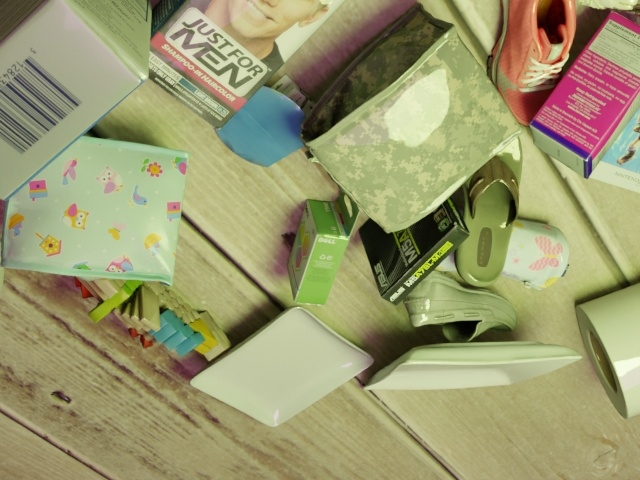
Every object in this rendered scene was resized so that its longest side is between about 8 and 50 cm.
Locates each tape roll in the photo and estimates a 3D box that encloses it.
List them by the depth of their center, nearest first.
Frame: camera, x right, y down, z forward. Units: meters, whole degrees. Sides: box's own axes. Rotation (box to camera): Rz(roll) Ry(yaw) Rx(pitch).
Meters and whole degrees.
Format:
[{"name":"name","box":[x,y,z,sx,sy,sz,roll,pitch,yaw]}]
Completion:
[{"name":"tape roll","box":[0.640,0.214,1.682,0.169,0.246,0.246,-21,128,6]}]

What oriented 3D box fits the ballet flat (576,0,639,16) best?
[{"name":"ballet flat","box":[0.497,-0.387,1.305,0.240,0.077,0.091,3,127,-12]}]

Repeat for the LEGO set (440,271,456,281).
[{"name":"LEGO set","box":[0.253,0.079,1.643,0.054,0.023,0.083,26,118,-27]}]

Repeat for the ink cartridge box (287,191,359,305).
[{"name":"ink cartridge box","box":[0.000,0.000,1.481,0.062,0.109,0.209,7,125,-17]}]

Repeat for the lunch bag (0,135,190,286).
[{"name":"lunch bag","box":[-0.352,-0.050,1.299,0.262,0.160,0.224,7,89,-19]}]

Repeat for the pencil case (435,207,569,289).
[{"name":"pencil case","box":[0.317,0.013,1.549,0.273,0.113,0.124,11,120,-18]}]

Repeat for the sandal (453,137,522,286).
[{"name":"sandal","box":[0.296,-0.071,1.433,0.120,0.086,0.303,2,90,-13]}]

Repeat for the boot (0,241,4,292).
[{"name":"boot","box":[-0.587,0.014,1.413,0.086,0.069,0.190,2,118,-4]}]

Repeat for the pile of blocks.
[{"name":"pile of blocks","box":[-0.318,0.144,1.503,0.112,0.149,0.362,-37,125,16]}]

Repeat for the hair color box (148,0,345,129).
[{"name":"hair color box","box":[-0.100,-0.343,1.205,0.174,0.105,0.347,35,113,-31]}]

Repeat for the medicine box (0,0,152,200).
[{"name":"medicine box","box":[-0.366,-0.243,1.112,0.263,0.289,0.149,-36,123,16]}]

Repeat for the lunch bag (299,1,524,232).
[{"name":"lunch bag","box":[0.130,-0.178,1.322,0.287,0.169,0.235,-41,124,6]}]

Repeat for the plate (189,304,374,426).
[{"name":"plate","box":[-0.074,0.247,1.673,0.278,0.045,0.277,-36,134,16]}]

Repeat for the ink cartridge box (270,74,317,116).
[{"name":"ink cartridge box","box":[-0.043,-0.220,1.356,0.048,0.028,0.083,-39,123,18]}]

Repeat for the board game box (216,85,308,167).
[{"name":"board game box","box":[-0.090,-0.191,1.349,0.168,0.033,0.133,-26,121,40]}]

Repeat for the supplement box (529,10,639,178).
[{"name":"supplement box","box":[0.440,-0.227,1.326,0.220,0.114,0.111,-53,159,2]}]

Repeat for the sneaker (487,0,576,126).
[{"name":"sneaker","box":[0.332,-0.296,1.304,0.115,0.136,0.314,-12,128,-1]}]

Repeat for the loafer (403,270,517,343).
[{"name":"loafer","box":[0.267,0.144,1.601,0.319,0.112,0.112,18,157,-40]}]

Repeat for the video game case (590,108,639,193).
[{"name":"video game case","box":[0.609,-0.206,1.474,0.244,0.061,0.270,13,123,-21]}]

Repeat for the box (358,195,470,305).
[{"name":"box","box":[0.155,-0.014,1.450,0.045,0.191,0.184,32,116,-31]}]

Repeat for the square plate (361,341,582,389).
[{"name":"square plate","box":[0.283,0.250,1.672,0.347,0.049,0.344,0,163,-11]}]
